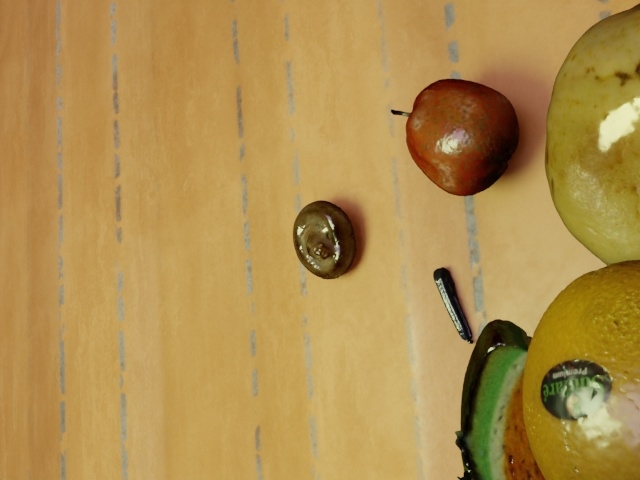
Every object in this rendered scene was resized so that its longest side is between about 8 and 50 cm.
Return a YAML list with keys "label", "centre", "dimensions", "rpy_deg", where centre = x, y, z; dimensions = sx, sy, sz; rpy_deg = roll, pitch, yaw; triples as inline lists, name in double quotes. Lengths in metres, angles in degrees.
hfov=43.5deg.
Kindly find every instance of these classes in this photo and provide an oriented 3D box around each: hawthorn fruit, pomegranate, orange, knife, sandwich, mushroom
- label: "hawthorn fruit"
  centre: [0.180, -0.153, 1.120]
  dimensions: [0.194, 0.157, 0.157]
  rpy_deg: [31, 103, 31]
- label: "pomegranate"
  centre: [0.409, -0.108, 0.851]
  dimensions: [0.332, 0.332, 0.333]
  rpy_deg: [-5, 81, 36]
- label: "orange"
  centre: [0.320, 0.150, 0.741]
  dimensions: [0.274, 0.274, 0.274]
  rpy_deg: [-5, 81, 36]
- label: "knife"
  centre: [0.193, 0.095, 1.162]
  dimensions: [0.018, 0.031, 0.121]
  rpy_deg: [-29, 73, 31]
- label: "sandwich"
  centre: [0.322, 0.205, 0.981]
  dimensions: [0.301, 0.162, 0.251]
  rpy_deg: [5, 118, 22]
- label: "mushroom"
  centre: [0.007, -0.001, 1.280]
  dimensions: [0.109, 0.084, 0.126]
  rpy_deg: [-155, 63, -65]
